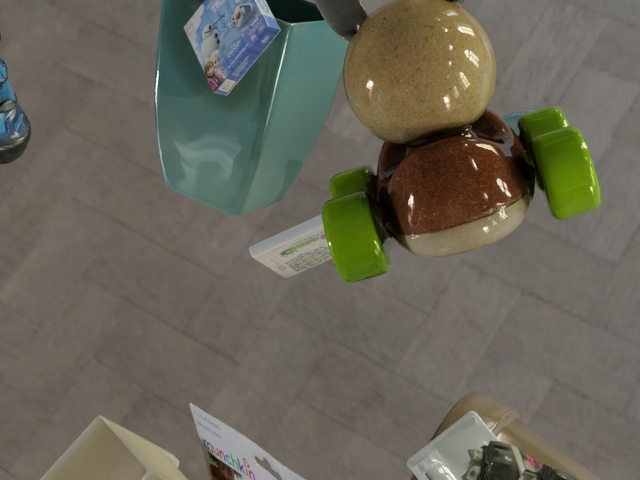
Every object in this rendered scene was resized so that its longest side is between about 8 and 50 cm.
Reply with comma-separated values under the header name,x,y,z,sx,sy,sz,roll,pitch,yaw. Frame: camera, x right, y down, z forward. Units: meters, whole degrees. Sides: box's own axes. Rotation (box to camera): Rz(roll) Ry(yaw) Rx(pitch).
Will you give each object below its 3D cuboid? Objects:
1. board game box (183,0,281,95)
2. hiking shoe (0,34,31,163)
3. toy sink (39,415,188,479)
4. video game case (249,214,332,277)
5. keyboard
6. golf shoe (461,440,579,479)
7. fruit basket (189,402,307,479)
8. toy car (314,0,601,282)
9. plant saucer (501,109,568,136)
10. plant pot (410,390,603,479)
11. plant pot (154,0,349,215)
name,x,y,z,sx,sy,sz,roll,pitch,yaw
board game box,-0.086,-0.202,1.057,0.090,0.020,0.090,-45,54,30
hiking shoe,-0.370,-0.217,1.093,0.132,0.304,0.113,-20,15,35
toy sink,-0.263,0.367,1.530,0.153,0.234,0.131,-47,58,-6
video game case,0.000,0.000,1.461,0.157,0.143,0.019,-24,71,9
keyboard,0.172,0.249,0.843,0.072,0.014,0.256,-32,73,-25
golf shoe,0.137,0.173,0.568,0.120,0.273,0.105,22,94,0
fruit basket,-0.050,0.404,1.359,0.165,0.353,0.327,-31,32,-28
toy car,0.061,-0.093,0.659,0.155,0.149,0.188,-17,103,9
plant saucer,0.303,-0.162,1.790,0.195,0.037,0.195,-26,27,14
plant pot,0.267,0.393,1.427,0.280,0.323,0.323,20,67,24
plant pot,-0.088,-0.159,1.260,0.165,0.165,0.234,22,111,23
